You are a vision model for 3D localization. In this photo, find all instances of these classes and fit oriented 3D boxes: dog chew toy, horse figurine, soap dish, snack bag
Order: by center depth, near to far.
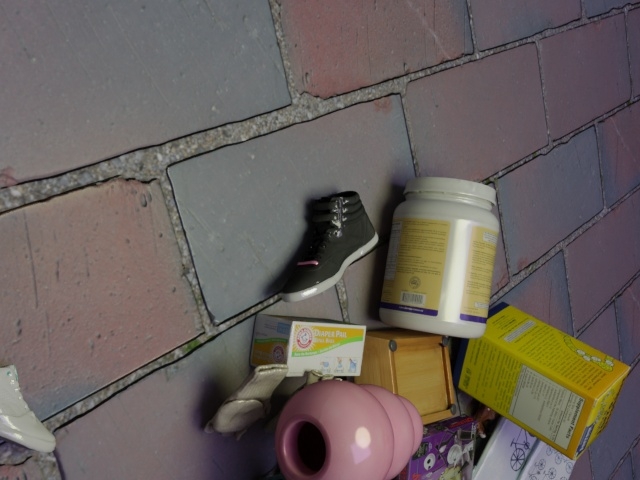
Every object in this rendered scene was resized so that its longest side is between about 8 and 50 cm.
[{"bbox_3d":[0.071,0.348,1.166,0.332,0.207,0.206,10,86,-53],"label":"dog chew toy"},{"bbox_3d":[0.186,0.311,1.443,0.291,0.118,0.229,6,76,-49],"label":"soap dish"},{"bbox_3d":[0.572,0.626,1.806,0.342,0.037,0.323,43,69,-22],"label":"snack bag"},{"bbox_3d":[0.500,0.441,1.827,0.174,0.066,0.263,42,70,-41],"label":"horse figurine"}]

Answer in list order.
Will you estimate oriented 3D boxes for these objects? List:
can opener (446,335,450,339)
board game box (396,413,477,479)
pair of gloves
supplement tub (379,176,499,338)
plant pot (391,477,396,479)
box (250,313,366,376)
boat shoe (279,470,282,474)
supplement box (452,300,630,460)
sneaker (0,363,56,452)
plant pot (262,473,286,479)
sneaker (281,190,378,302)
[{"bbox_3d":[0.327,0.213,1.655,0.186,0.073,0.059,-57,136,-14],"label":"can opener"},{"bbox_3d":[0.252,0.577,1.453,0.208,0.056,0.346,-4,102,-31],"label":"board game box"},{"bbox_3d":[-0.081,0.305,1.197,0.240,0.042,0.204,16,125,-45],"label":"pair of gloves"},{"bbox_3d":[0.269,0.040,1.461,0.241,0.241,0.331,14,83,-43],"label":"supplement tub"},{"bbox_3d":[0.138,0.586,1.487,0.081,0.081,0.083,-51,135,-29],"label":"plant pot"},{"bbox_3d":[-0.022,0.207,1.282,0.203,0.114,0.103,10,86,-42],"label":"box"},{"bbox_3d":[-0.008,0.473,1.348,0.170,0.063,0.059,21,84,-42],"label":"boat shoe"},{"bbox_3d":[0.540,0.338,1.631,0.195,0.356,0.194,-21,128,-41],"label":"supplement box"},{"bbox_3d":[-0.446,0.223,0.913,0.212,0.080,0.094,48,50,-33],"label":"sneaker"},{"bbox_3d":[-0.030,0.634,1.180,0.341,0.341,0.334,-42,111,-34],"label":"plant pot"},{"bbox_3d":[0.000,0.000,1.303,0.296,0.105,0.147,-40,117,-41],"label":"sneaker"}]
